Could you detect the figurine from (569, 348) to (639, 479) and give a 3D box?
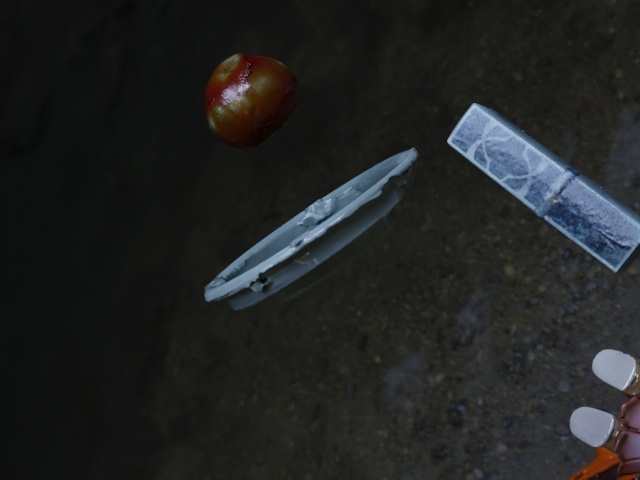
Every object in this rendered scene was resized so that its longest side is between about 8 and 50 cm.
[{"bbox_3d":[0.266,0.127,0.539,0.195,0.102,0.111,23,91,52],"label":"figurine"}]

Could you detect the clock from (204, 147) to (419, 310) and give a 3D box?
[{"bbox_3d":[0.000,0.000,0.811,0.236,0.236,0.053,-27,99,43],"label":"clock"}]

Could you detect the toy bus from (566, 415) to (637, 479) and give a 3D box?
[{"bbox_3d":[0.271,0.271,0.733,0.153,0.329,0.143,-35,92,17],"label":"toy bus"}]

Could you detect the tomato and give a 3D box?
[{"bbox_3d":[-0.063,-0.123,0.769,0.087,0.075,0.087,-35,22,17],"label":"tomato"}]

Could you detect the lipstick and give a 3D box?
[{"bbox_3d":[0.296,-0.073,1.150,0.289,0.076,0.077,42,111,24],"label":"lipstick"}]
